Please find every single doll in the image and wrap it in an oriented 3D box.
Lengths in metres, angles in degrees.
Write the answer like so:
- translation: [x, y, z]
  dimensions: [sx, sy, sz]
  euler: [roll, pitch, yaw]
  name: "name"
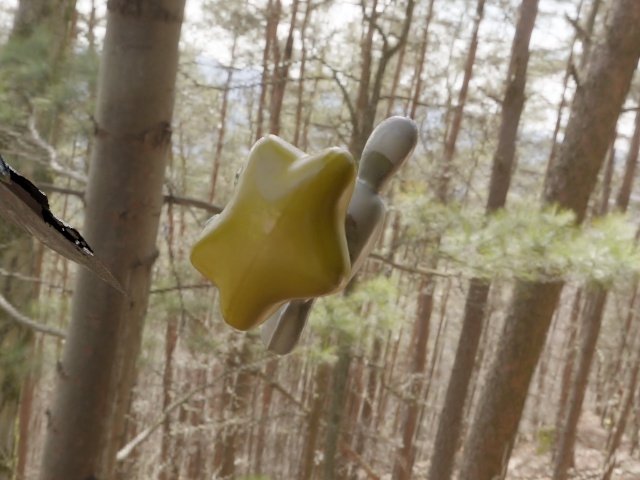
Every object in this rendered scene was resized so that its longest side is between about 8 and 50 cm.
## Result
- translation: [0.004, -0.007, 0.401]
  dimensions: [0.071, 0.135, 0.113]
  euler: [37, -8, 23]
  name: "doll"

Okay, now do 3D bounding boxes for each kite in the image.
- translation: [-0.159, -0.053, 0.327]
  dimensions: [0.152, 0.015, 0.285]
  euler: [32, -21, 10]
  name: "kite"
